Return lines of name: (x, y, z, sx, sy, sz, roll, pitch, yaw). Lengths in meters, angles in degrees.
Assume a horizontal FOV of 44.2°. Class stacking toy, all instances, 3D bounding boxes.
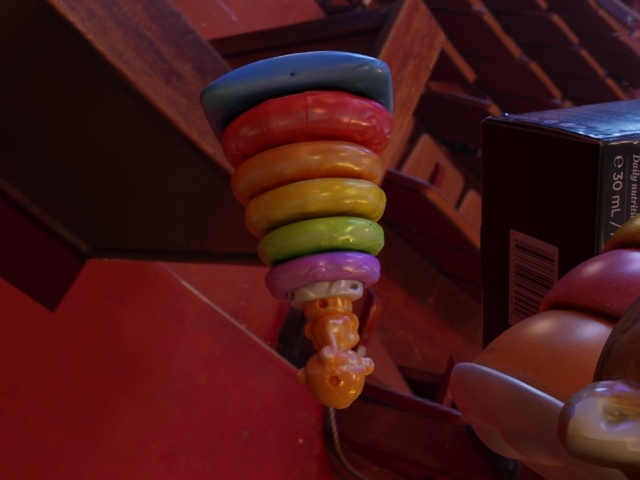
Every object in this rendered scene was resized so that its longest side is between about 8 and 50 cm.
stacking toy: (0.398, 0.074, 0.853, 0.350, 0.350, 0.480, 42, 78, -40)
stacking toy: (0.000, 0.000, 0.715, 0.166, 0.175, 0.302, 73, 8, -75)

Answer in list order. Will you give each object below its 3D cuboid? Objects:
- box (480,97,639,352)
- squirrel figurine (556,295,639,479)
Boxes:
box: (0.534, 0.023, 1.275, 0.471, 0.297, 0.480, -11, 108, -20)
squirrel figurine: (0.265, 0.189, 0.341, 0.281, 0.370, 0.397, 0, 118, -58)
